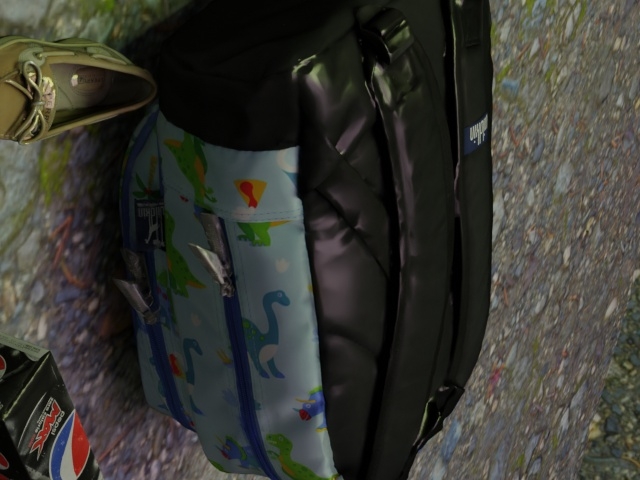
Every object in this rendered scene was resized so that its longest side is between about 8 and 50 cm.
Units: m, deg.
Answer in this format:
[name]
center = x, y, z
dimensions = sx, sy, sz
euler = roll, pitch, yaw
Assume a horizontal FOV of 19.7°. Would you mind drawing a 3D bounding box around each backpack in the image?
[backpack]
center = 0.000, 0.000, 1.227
dimensions = 0.290, 0.273, 0.356
euler = -46, 126, -50

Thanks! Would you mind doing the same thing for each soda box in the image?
[soda box]
center = -0.179, 0.125, 1.113
dimensions = 0.053, 0.060, 0.169
euler = -58, 155, -30

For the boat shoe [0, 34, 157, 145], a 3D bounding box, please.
[boat shoe]
center = -0.148, -0.083, 1.030
dimensions = 0.153, 0.048, 0.056
euler = -18, 124, -63
